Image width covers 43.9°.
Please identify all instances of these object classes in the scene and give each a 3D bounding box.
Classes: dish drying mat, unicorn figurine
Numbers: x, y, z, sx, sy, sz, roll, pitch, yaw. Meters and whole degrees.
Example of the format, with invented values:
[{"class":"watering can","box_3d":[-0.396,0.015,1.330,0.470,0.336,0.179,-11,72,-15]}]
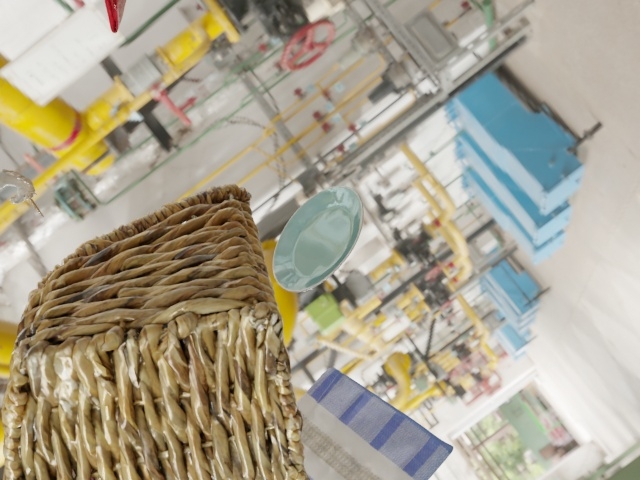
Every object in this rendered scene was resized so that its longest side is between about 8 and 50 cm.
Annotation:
[{"class":"dish drying mat","box_3d":[-0.112,-0.163,0.461,0.032,0.008,0.083,106,170,-65]},{"class":"unicorn figurine","box_3d":[-0.520,-0.094,1.240,0.111,0.060,0.162,-20,-126,-40]}]

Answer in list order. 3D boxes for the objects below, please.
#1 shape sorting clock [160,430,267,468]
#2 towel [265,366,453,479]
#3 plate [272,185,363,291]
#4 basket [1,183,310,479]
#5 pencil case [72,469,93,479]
[{"class":"shape sorting clock","box_3d":[-0.160,0.318,1.172,0.206,0.206,0.040,52,161,-15]},{"class":"towel","box_3d":[-0.017,0.279,0.898,0.209,0.285,0.034,28,150,44]},{"class":"plate","box_3d":[0.000,0.000,1.231,0.024,0.188,0.188,36,-168,-35]},{"class":"basket","box_3d":[-0.127,0.138,0.643,0.223,0.213,0.299,-114,14,-61]},{"class":"pencil case","box_3d":[-0.407,0.407,1.339,0.209,0.095,0.098,10,129,59]}]
